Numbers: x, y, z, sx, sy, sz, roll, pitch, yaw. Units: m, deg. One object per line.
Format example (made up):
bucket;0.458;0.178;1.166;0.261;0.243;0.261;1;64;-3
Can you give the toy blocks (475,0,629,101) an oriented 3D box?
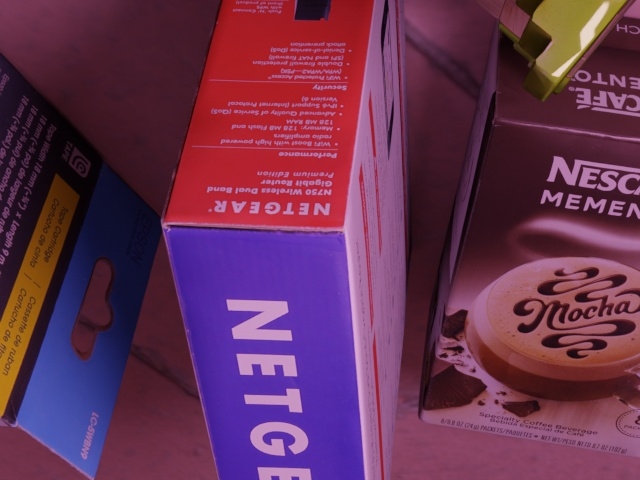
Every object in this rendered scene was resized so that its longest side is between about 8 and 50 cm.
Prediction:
toy blocks;0.051;-0.210;0.540;0.261;0.381;0.191;40;89;5

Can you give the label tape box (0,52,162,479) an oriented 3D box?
label tape box;-0.259;-0.021;0.831;0.106;0.241;0.334;-20;129;27

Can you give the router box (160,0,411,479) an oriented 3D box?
router box;0.000;0.000;0.764;0.082;0.301;0.335;2;136;7

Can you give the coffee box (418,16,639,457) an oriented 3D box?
coffee box;0.169;0.003;0.868;0.168;0.119;0.297;9;137;2
